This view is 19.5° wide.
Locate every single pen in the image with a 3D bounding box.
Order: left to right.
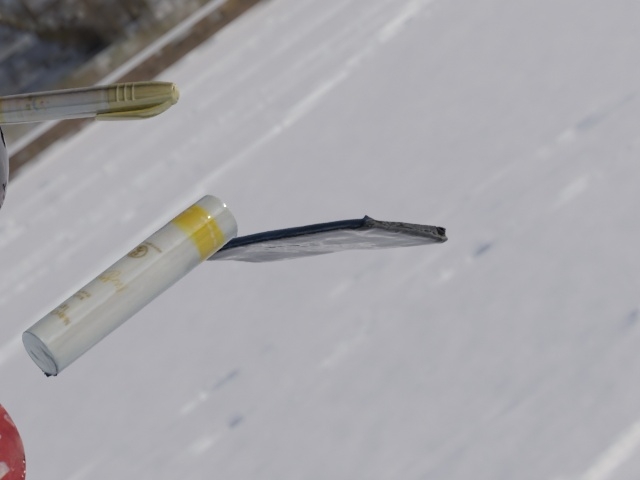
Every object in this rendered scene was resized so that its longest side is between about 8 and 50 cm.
[{"bbox_3d":[-0.256,-0.133,1.880,0.233,0.040,0.032,-6,-20,9],"label":"pen"}]

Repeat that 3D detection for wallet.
[{"bbox_3d":[0.000,0.001,2.227,0.285,0.030,0.146,-8,-7,43],"label":"wallet"}]

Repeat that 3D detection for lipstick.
[{"bbox_3d":[-0.198,0.045,1.953,0.264,0.059,0.059,-39,6,-30],"label":"lipstick"}]

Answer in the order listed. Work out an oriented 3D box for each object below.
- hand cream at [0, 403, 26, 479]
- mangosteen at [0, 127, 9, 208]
[{"bbox_3d":[-0.489,0.286,2.293,0.230,0.230,0.149,-39,8,-35],"label":"hand cream"},{"bbox_3d":[-0.345,-0.036,1.463,0.192,0.192,0.217,-40,-20,-42],"label":"mangosteen"}]
